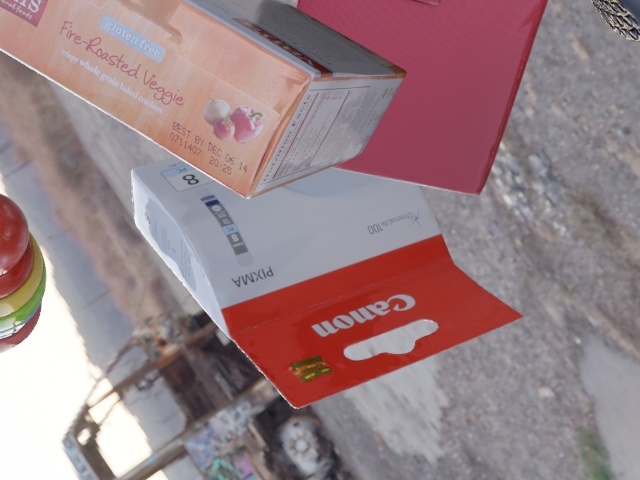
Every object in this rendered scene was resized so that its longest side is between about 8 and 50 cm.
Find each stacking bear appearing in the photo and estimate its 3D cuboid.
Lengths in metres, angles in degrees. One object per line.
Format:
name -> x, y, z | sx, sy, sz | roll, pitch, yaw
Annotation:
stacking bear -> -0.422, 0.030, 1.307 | 0.289, 0.164, 0.175 | 124, 154, -62

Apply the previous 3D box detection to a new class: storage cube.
storage cube -> 0.072, -0.178, 0.898 | 0.184, 0.215, 0.193 | -84, 6, -54

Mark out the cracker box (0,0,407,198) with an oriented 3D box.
cracker box -> -0.053, -0.099, 0.558 | 0.155, 0.067, 0.232 | 32, -165, 8

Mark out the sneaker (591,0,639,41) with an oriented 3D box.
sneaker -> 0.250, -0.258, 0.879 | 0.084, 0.097, 0.235 | 46, -160, -38

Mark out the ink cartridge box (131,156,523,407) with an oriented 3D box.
ink cartridge box -> 0.000, 0.000, 1.209 | 0.385, 0.308, 0.091 | 43, 141, 43
